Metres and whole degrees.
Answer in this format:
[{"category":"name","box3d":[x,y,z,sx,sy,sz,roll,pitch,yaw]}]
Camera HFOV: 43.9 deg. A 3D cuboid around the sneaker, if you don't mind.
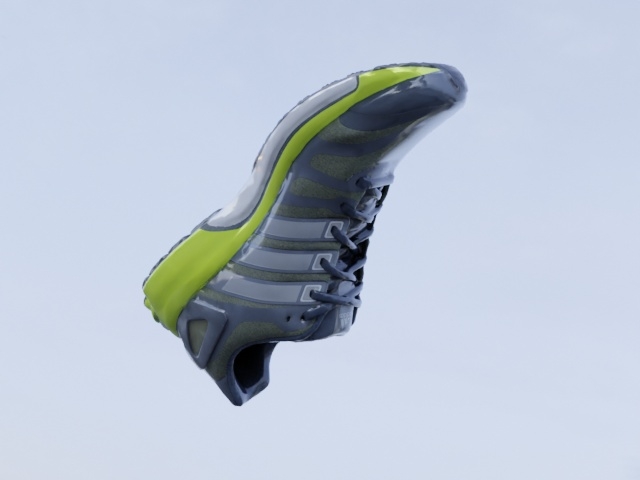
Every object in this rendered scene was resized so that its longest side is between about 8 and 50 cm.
[{"category":"sneaker","box3d":[0.000,0.000,0.553,0.300,0.121,0.111,-46,-20,30]}]
